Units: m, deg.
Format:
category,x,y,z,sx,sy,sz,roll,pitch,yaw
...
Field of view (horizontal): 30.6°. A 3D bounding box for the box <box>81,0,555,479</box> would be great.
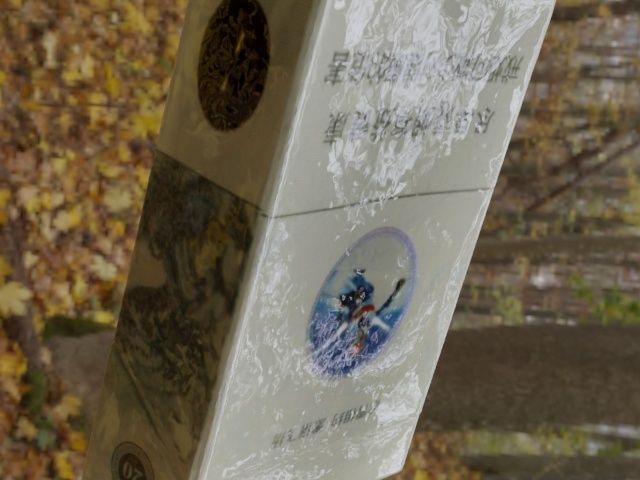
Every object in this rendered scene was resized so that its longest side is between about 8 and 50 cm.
category,x,y,z,sx,sy,sz,roll,pitch,yaw
box,0.000,0.000,0.519,0.164,0.069,0.256,-9,121,-49
